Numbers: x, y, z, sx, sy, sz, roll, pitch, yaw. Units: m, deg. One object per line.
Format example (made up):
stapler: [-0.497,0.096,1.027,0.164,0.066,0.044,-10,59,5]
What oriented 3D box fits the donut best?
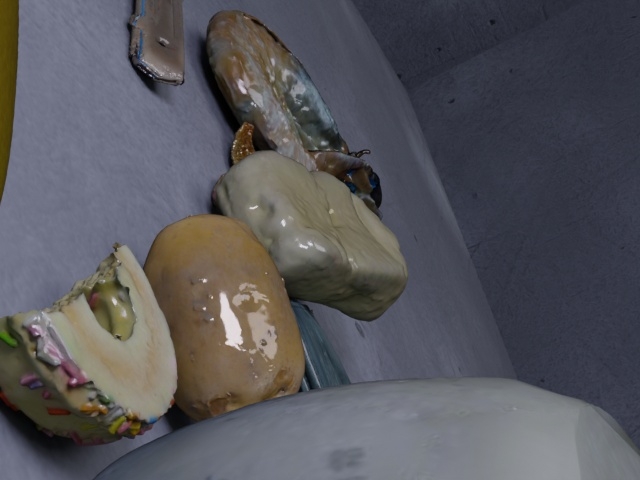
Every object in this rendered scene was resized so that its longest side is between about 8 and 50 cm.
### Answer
donut: [-0.140,0.073,0.640,0.108,0.065,0.166,63,12,-8]

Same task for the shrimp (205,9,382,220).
shrimp: [-0.023,-0.139,1.427,0.445,0.110,0.221,46,23,-48]

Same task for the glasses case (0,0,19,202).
glasses case: [-0.231,-0.140,0.513,0.173,0.141,0.371,50,19,-46]

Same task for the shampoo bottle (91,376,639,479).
shampoo bottle: [0.021,0.220,0.430,0.322,0.317,0.322,67,12,0]

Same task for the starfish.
starfish: [-0.065,-0.036,1.202,0.227,0.043,0.240,65,18,10]

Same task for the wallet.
wallet: [0.010,0.174,0.978,0.290,0.054,0.251,46,21,-83]

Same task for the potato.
potato: [-0.078,0.062,0.799,0.118,0.109,0.178,30,34,-55]

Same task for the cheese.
cheese: [-0.001,0.001,1.120,0.263,0.093,0.159,20,37,-55]

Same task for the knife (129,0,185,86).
knife: [-0.193,-0.290,1.187,0.089,0.043,0.365,17,40,-26]
